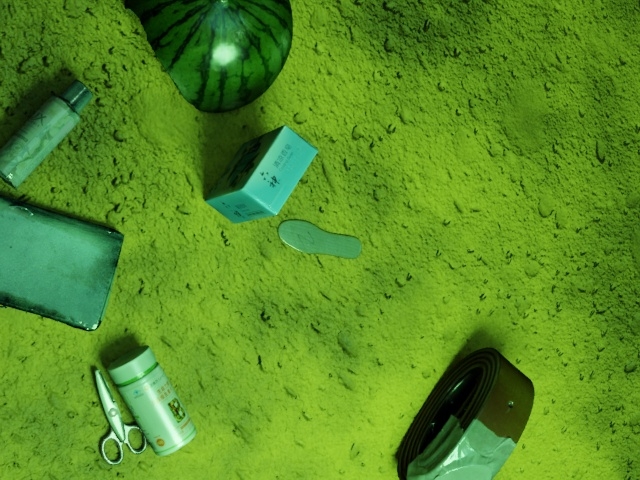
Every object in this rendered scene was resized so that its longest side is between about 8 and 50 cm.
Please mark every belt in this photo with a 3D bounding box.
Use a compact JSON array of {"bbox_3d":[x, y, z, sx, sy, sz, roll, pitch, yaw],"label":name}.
[{"bbox_3d":[0.290,0.384,1.869,0.122,0.217,0.339,40,75,-18],"label":"belt"}]

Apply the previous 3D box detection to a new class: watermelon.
[{"bbox_3d":[-0.175,-0.410,1.707,0.330,0.189,0.331,-2,95,-24],"label":"watermelon"}]

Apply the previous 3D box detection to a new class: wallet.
[{"bbox_3d":[-0.534,0.018,1.592,0.379,0.046,0.191,19,79,-23],"label":"wallet"}]

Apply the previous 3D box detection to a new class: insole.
[{"bbox_3d":[0.000,0.000,1.865,0.188,0.004,0.064,13,84,-24],"label":"insole"}]

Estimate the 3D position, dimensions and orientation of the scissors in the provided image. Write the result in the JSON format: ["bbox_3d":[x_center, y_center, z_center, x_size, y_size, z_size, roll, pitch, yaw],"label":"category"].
[{"bbox_3d":[-0.371,0.311,1.671,0.085,0.022,0.176,-22,100,-23],"label":"scissors"}]

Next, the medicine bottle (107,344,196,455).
[{"bbox_3d":[-0.300,0.286,1.671,0.086,0.086,0.183,-32,102,-22],"label":"medicine bottle"}]

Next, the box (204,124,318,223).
[{"bbox_3d":[-0.111,-0.115,1.691,0.083,0.232,0.143,37,74,-19],"label":"box"}]

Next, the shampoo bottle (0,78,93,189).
[{"bbox_3d":[-0.479,-0.189,1.615,0.072,0.072,0.214,44,72,-17],"label":"shampoo bottle"}]
